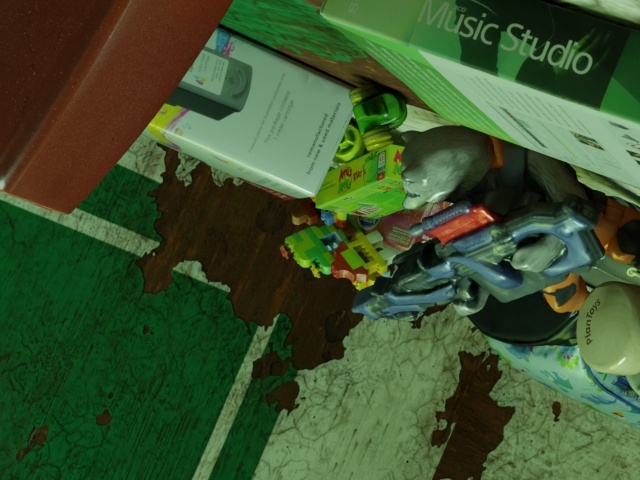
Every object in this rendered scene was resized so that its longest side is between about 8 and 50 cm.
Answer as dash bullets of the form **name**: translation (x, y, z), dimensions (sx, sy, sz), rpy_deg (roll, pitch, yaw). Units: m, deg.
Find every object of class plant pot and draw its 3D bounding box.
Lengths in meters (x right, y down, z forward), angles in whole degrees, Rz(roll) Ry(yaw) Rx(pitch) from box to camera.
- **plant pot**: translation (-0.243, -0.165, 1.110), dimensions (0.267, 0.235, 0.267), rpy_deg (24, 178, 7)

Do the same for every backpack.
- **backpack**: translation (0.407, 0.132, 2.125), dimensions (0.356, 0.273, 0.290), rpy_deg (10, 179, -33)

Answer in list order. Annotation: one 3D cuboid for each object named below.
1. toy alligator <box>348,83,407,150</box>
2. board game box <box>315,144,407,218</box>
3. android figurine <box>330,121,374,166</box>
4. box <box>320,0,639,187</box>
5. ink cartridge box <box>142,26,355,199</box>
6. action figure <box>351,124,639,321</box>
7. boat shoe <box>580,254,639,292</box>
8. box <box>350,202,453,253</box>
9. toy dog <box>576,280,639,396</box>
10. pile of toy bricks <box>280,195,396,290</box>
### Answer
- **toy alligator**: translation (0.063, -0.124, 1.511), dimensions (0.051, 0.056, 0.190), rpy_deg (-17, 175, 4)
- **board game box**: translation (0.076, -0.070, 1.831), dimensions (0.092, 0.043, 0.181), rpy_deg (9, 166, -26)
- **android figurine**: translation (-0.029, -0.148, 1.911), dimensions (0.248, 0.056, 0.273), rpy_deg (22, 176, 29)
- **box**: translation (0.185, -0.084, 0.946), dimensions (0.322, 0.058, 0.232), rpy_deg (21, 178, 26)
- **ink cartridge box**: translation (-0.133, -0.160, 1.621), dimensions (0.306, 0.131, 0.226), rpy_deg (22, 178, -8)
- **action figure**: translation (0.188, -0.009, 1.430), dimensions (0.330, 0.178, 0.341), rpy_deg (30, 150, -31)
- **boat shoe**: translation (0.341, 0.024, 1.670), dimensions (0.305, 0.091, 0.109), rpy_deg (24, -158, -14)
- **box**: translation (0.128, -0.039, 1.997), dimensions (0.128, 0.122, 0.257), rpy_deg (25, 178, -27)
- **toy dog**: translation (0.357, 0.106, 1.246), dimensions (0.220, 0.161, 0.334), rpy_deg (2, 170, -11)
- **pile of toy bricks**: translation (0.000, 0.000, 1.961), dimensions (0.212, 0.105, 0.118), rpy_deg (52, 157, 32)
